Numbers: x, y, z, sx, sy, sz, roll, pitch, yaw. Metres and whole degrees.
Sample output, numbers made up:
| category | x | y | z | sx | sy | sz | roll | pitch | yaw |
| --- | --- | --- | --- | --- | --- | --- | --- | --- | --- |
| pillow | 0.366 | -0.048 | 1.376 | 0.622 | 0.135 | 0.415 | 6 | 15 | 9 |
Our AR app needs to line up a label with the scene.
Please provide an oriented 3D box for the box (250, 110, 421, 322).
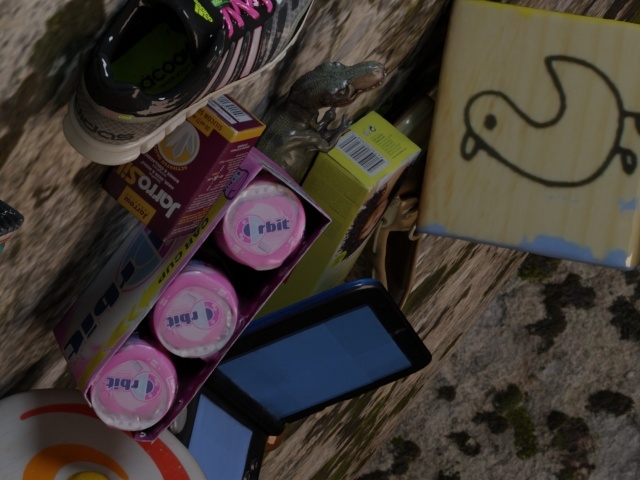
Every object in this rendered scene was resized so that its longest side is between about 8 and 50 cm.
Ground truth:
| category | x | y | z | sx | sy | sz | roll | pitch | yaw |
| --- | --- | --- | --- | --- | --- | --- | --- | --- | --- |
| box | 0.000 | 0.000 | 1.542 | 0.087 | 0.058 | 0.232 | -39 | 165 | -44 |

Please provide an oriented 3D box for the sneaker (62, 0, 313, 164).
| category | x | y | z | sx | sy | sz | roll | pitch | yaw |
| --- | --- | --- | --- | --- | --- | --- | --- | --- | --- |
| sneaker | -0.060 | -0.108 | 0.921 | 0.170 | 0.063 | 0.075 | -41 | 173 | -21 |

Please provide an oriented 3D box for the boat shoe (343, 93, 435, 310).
| category | x | y | z | sx | sy | sz | roll | pitch | yaw |
| --- | --- | --- | --- | --- | --- | --- | --- | --- | --- |
| boat shoe | 0.073 | -0.029 | 1.652 | 0.104 | 0.089 | 0.285 | -44 | 167 | -27 |

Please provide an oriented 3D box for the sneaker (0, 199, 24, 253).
| category | x | y | z | sx | sy | sz | roll | pitch | yaw |
| --- | --- | --- | --- | --- | --- | --- | --- | --- | --- |
| sneaker | -0.196 | 0.022 | 0.819 | 0.075 | 0.057 | 0.161 | -61 | 169 | 21 |

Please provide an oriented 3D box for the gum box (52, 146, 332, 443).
| category | x | y | z | sx | sy | sz | roll | pitch | yaw |
| --- | --- | --- | --- | --- | --- | --- | --- | --- | --- |
| gum box | -0.087 | 0.028 | 1.140 | 0.188 | 0.062 | 0.107 | -51 | -155 | 4 |

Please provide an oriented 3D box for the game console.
| category | x | y | z | sx | sy | sz | roll | pitch | yaw |
| --- | --- | --- | --- | --- | --- | --- | --- | --- | --- |
| game console | -0.029 | 0.174 | 1.538 | 0.293 | 0.173 | 0.250 | 52 | 48 | -68 |

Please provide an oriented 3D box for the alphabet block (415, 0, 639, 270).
| category | x | y | z | sx | sy | sz | roll | pitch | yaw |
| --- | --- | --- | --- | --- | --- | --- | --- | --- | --- |
| alphabet block | 0.204 | -0.094 | 1.535 | 0.193 | 0.192 | 0.197 | -20 | 119 | -73 |

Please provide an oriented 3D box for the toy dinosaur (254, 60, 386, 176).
| category | x | y | z | sx | sy | sz | roll | pitch | yaw |
| --- | --- | --- | --- | --- | --- | --- | --- | --- | --- |
| toy dinosaur | -0.034 | -0.040 | 1.279 | 0.268 | 0.064 | 0.118 | -53 | 163 | 25 |

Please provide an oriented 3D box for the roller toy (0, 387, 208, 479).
| category | x | y | z | sx | sy | sz | roll | pitch | yaw |
| --- | --- | --- | --- | --- | --- | --- | --- | --- | --- |
| roller toy | -0.170 | 0.198 | 1.171 | 0.191 | 0.209 | 0.146 | -91 | -156 | -46 |

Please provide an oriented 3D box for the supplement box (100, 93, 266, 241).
| category | x | y | z | sx | sy | sz | roll | pitch | yaw |
| --- | --- | --- | --- | --- | --- | --- | --- | --- | --- |
| supplement box | -0.080 | -0.050 | 1.059 | 0.083 | 0.055 | 0.043 | -55 | 167 | 21 |

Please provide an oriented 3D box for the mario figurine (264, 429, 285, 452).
| category | x | y | z | sx | sy | sz | roll | pitch | yaw |
| --- | --- | --- | --- | --- | --- | --- | --- | --- | --- |
| mario figurine | -0.108 | 0.310 | 1.820 | 0.198 | 0.170 | 0.321 | -3 | 134 | -27 |
